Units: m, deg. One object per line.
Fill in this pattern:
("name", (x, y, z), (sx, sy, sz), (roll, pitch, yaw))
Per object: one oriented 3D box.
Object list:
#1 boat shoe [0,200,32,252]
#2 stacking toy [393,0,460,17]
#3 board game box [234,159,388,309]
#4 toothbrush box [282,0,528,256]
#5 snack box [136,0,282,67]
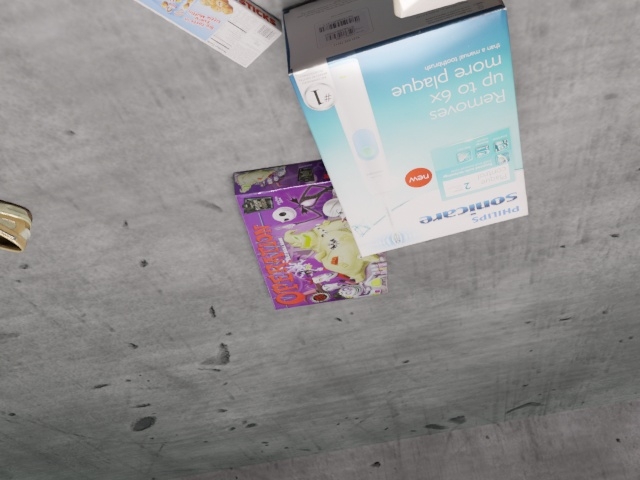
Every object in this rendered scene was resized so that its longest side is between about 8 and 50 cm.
("boat shoe", (-0.487, -0.027, 0.919), (0.190, 0.072, 0.068), (13, 142, -28))
("stacking toy", (0.168, -0.242, 0.543), (0.309, 0.279, 0.130), (-7, 146, 7))
("board game box", (0.000, 0.000, 1.085), (0.208, 0.056, 0.347), (-6, 147, 4))
("toothbrush box", (0.105, -0.138, 0.785), (0.216, 0.126, 0.295), (-14, 138, 9))
("snack box", (-0.126, -0.244, 0.707), (0.178, 0.022, 0.064), (24, 136, -39))
